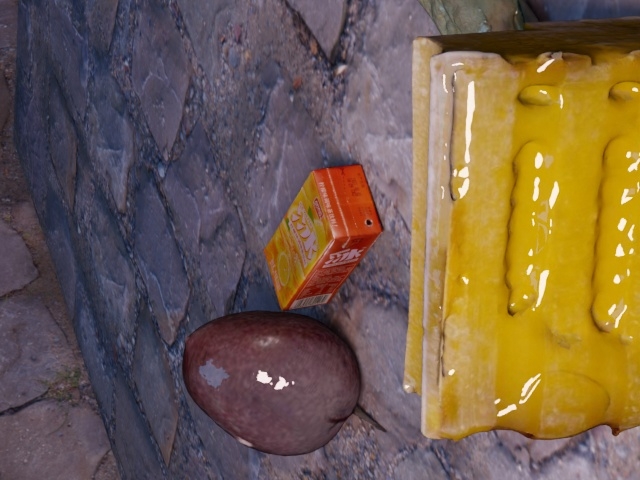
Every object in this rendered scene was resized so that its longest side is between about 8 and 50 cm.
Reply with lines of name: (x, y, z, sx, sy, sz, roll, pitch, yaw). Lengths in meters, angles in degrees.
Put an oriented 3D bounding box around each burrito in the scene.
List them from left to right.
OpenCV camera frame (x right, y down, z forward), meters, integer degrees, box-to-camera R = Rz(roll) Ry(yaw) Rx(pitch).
burrito: (0.124, -0.243, 1.187, 0.096, 0.066, 0.309, 98, 152, -48)

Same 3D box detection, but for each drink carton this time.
drink carton: (0.000, 0.000, 1.576, 0.223, 0.071, 0.096, 124, 133, -59)

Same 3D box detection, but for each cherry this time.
cherry: (-0.054, 0.179, 1.621, 0.213, 0.266, 0.183, -35, 32, 65)

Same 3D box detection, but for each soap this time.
soap: (0.183, -0.009, 0.904, 0.143, 0.259, 0.281, -133, 41, -62)
